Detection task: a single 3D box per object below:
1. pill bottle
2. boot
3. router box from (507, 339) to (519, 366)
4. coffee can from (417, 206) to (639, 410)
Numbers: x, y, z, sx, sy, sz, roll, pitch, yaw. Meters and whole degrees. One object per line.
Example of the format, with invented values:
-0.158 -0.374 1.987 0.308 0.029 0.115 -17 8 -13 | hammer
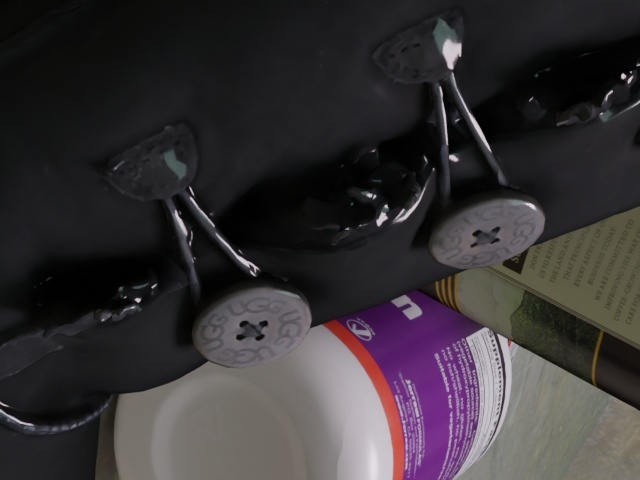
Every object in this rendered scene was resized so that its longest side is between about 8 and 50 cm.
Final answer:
0.016 0.103 1.008 0.323 0.181 0.182 -19 132 -63 | pill bottle
0.000 -0.001 0.576 0.445 0.146 0.367 -27 154 -1 | boot
0.123 0.016 1.310 0.301 0.082 0.335 -28 139 -58 | router box
0.137 -0.038 0.849 0.201 0.275 0.201 -47 154 -32 | coffee can
